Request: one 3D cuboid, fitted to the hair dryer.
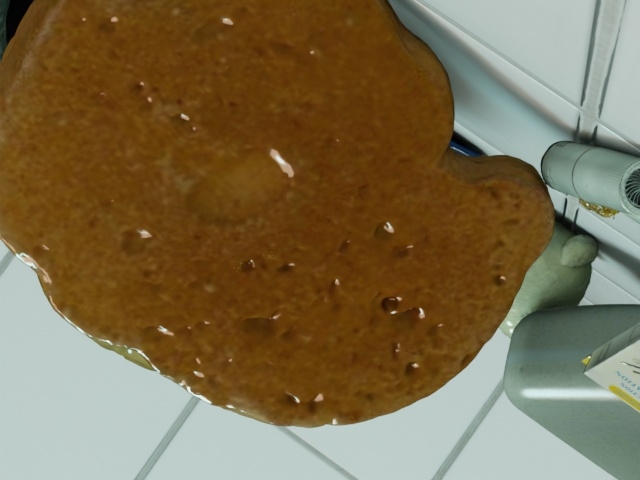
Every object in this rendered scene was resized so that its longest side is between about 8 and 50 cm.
[{"bbox_3d":[0.261,-0.012,1.334,0.183,0.044,0.155,30,-178,-15],"label":"hair dryer"}]

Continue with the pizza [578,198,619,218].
[{"bbox_3d":[0.240,-0.031,1.584,0.037,0.016,0.083,29,178,-5],"label":"pizza"}]

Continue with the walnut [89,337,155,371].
[{"bbox_3d":[-0.088,-0.063,1.616,0.383,0.384,0.383,35,179,1],"label":"walnut"}]

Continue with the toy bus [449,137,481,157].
[{"bbox_3d":[0.005,-0.072,1.901,0.287,0.175,0.138,27,172,0],"label":"toy bus"}]

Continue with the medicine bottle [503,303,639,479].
[{"bbox_3d":[0.373,0.178,1.955,0.282,0.123,0.375,-4,154,36],"label":"medicine bottle"}]

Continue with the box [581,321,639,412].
[{"bbox_3d":[0.340,0.118,1.668,0.129,0.033,0.247,34,151,-5],"label":"box"}]

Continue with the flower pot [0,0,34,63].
[{"bbox_3d":[-0.323,-0.278,1.813,0.282,0.299,0.299,25,175,27],"label":"flower pot"}]

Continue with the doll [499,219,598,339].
[{"bbox_3d":[0.214,0.026,2.042,0.175,0.149,0.278,-9,-169,4],"label":"doll"}]

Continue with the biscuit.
[{"bbox_3d":[-0.050,-0.035,1.379,0.455,0.349,0.078,47,-169,-28],"label":"biscuit"}]
